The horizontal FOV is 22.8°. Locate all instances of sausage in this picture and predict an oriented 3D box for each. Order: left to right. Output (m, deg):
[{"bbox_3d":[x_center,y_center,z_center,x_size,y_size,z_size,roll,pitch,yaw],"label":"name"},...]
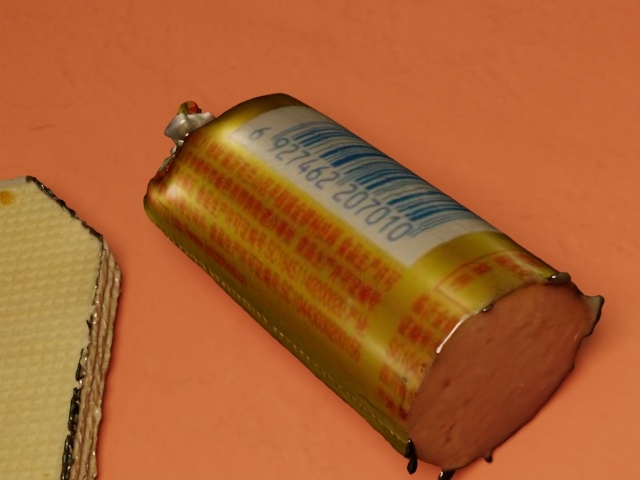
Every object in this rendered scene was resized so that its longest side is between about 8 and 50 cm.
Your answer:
[{"bbox_3d":[-0.001,0.002,0.875,0.317,0.117,0.125,37,95,42],"label":"sausage"}]

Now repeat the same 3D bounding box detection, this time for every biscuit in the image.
[{"bbox_3d":[-0.194,0.066,0.941,0.147,0.046,0.250,-10,50,15],"label":"biscuit"}]
